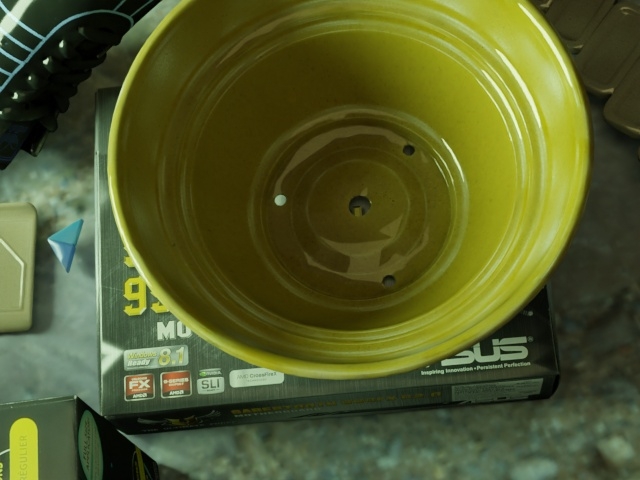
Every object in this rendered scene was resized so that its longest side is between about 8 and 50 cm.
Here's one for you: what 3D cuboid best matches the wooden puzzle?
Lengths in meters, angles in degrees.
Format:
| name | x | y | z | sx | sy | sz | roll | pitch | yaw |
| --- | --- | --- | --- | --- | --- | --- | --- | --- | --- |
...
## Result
| name | x | y | z | sx | sy | sz | roll | pitch | yaw |
| --- | --- | --- | --- | --- | --- | --- | --- | --- | --- |
| wooden puzzle | -0.192 | 0.016 | 0.751 | 0.116 | 0.014 | 0.078 | 4 | 76 | 7 |

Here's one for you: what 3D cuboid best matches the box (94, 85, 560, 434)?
| name | x | y | z | sx | sy | sz | roll | pitch | yaw |
| --- | --- | --- | --- | --- | --- | --- | --- | --- | --- |
| box | 0.000 | 0.000 | 0.713 | 0.231 | 0.056 | 0.183 | -5 | 71 | 4 |

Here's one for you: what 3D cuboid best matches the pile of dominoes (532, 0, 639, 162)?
| name | x | y | z | sx | sy | sz | roll | pitch | yaw |
| --- | --- | --- | --- | --- | --- | --- | --- | --- | --- |
| pile of dominoes | 0.234 | -0.112 | 0.750 | 0.196 | 0.040 | 0.251 | -31 | 63 | -5 |

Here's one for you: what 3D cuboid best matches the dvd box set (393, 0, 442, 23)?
| name | x | y | z | sx | sy | sz | roll | pitch | yaw |
| --- | --- | --- | --- | --- | --- | --- | --- | --- | --- |
| dvd box set | -0.050 | -0.303 | 0.792 | 0.420 | 0.062 | 0.307 | 22 | 71 | 18 |

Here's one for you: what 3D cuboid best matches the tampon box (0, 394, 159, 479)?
| name | x | y | z | sx | sy | sz | roll | pitch | yaw |
| --- | --- | --- | --- | --- | --- | --- | --- | --- | --- |
| tampon box | -0.136 | 0.149 | 0.621 | 0.101 | 0.161 | 0.120 | -7 | 71 | 3 |

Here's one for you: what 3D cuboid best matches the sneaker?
| name | x | y | z | sx | sy | sz | roll | pitch | yaw |
| --- | --- | --- | --- | --- | --- | --- | --- | --- | --- |
| sneaker | -0.152 | -0.096 | 0.722 | 0.232 | 0.081 | 0.090 | -23 | 74 | 30 |

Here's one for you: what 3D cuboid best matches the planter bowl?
| name | x | y | z | sx | sy | sz | roll | pitch | yaw |
| --- | --- | --- | --- | --- | --- | --- | --- | --- | --- |
| planter bowl | 0.016 | -0.030 | 0.643 | 0.217 | 0.090 | 0.217 | -2 | 71 | 5 |
